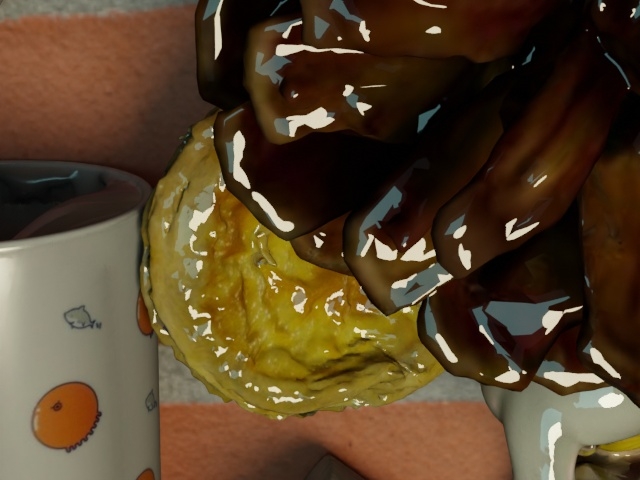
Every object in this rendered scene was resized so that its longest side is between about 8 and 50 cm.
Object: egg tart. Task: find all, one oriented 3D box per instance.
[{"bbox_3d":[0.000,0.000,0.684,0.241,0.106,0.241,-5,103,-21],"label":"egg tart"}]

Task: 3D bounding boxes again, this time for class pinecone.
[{"bbox_3d":[0.136,-0.105,0.469,0.398,0.398,0.397,2,106,7],"label":"pinecone"}]

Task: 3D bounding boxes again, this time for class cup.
[{"bbox_3d":[-0.210,0.124,0.709,0.212,0.212,0.317,2,106,7],"label":"cup"}]

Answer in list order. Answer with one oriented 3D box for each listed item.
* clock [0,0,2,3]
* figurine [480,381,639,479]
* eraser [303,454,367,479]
[{"bbox_3d":[-0.245,-0.230,0.598,0.090,0.248,0.227,3,106,5],"label":"clock"},{"bbox_3d":[0.189,0.135,0.688,0.142,0.189,0.263,0,114,54],"label":"figurine"},{"bbox_3d":[0.086,0.276,0.730,0.270,0.174,0.095,37,109,-3],"label":"eraser"}]
